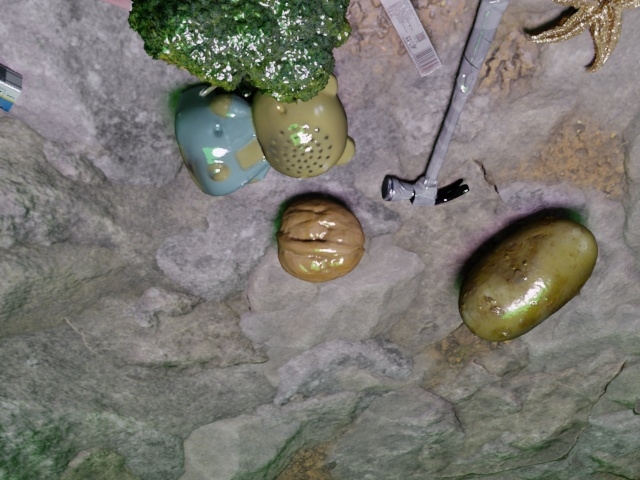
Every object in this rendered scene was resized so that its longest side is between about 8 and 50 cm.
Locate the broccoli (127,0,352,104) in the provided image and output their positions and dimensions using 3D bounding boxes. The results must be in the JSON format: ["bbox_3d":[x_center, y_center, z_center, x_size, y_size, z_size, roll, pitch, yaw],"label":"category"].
[{"bbox_3d":[-0.107,-0.305,0.907,0.321,0.303,0.283,28,153,-25],"label":"broccoli"}]

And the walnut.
[{"bbox_3d":[0.000,0.000,1.256,0.167,0.149,0.166,2,101,10],"label":"walnut"}]

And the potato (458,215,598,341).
[{"bbox_3d":[0.395,0.077,1.335,0.307,0.173,0.210,-45,158,21],"label":"potato"}]

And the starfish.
[{"bbox_3d":[0.425,-0.359,1.047,0.227,0.043,0.240,-9,135,4],"label":"starfish"}]

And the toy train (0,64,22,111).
[{"bbox_3d":[-0.551,-0.263,0.983,0.234,0.052,0.051,26,121,-39],"label":"toy train"}]

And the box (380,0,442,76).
[{"bbox_3d":[0.117,-0.343,1.016,0.040,0.055,0.218,-27,129,15],"label":"box"}]

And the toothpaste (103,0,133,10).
[{"bbox_3d":[-0.344,-0.370,0.949,0.195,0.043,0.067,9,127,-21],"label":"toothpaste"}]

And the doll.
[{"bbox_3d":[-0.084,-0.170,1.077,0.261,0.161,0.177,-12,130,7],"label":"doll"}]

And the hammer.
[{"bbox_3d":[0.220,-0.227,1.141,0.152,0.044,0.427,3,131,-11],"label":"hammer"}]
